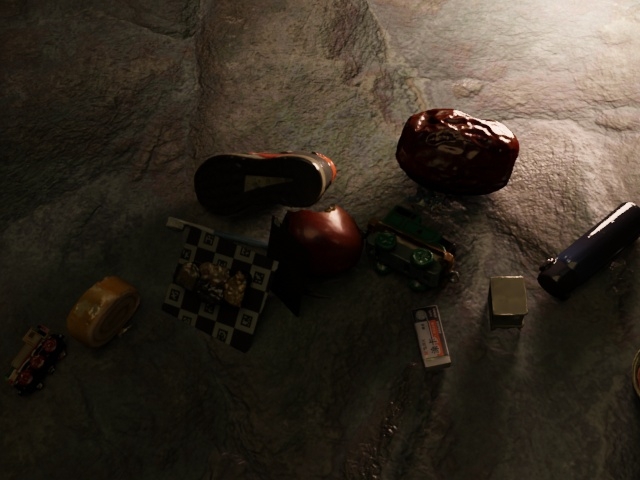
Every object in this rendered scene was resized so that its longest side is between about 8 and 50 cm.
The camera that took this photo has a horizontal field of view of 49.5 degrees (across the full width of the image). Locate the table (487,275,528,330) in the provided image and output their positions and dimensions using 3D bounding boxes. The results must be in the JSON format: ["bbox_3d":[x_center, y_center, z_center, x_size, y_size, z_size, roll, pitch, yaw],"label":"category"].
[{"bbox_3d":[0.348,0.120,1.296,0.062,0.083,0.079,-1,60,8],"label":"table"}]

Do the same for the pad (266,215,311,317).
[{"bbox_3d":[-0.068,0.053,1.338,0.004,0.193,0.116,-26,55,-33],"label":"pad"}]

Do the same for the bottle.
[{"bbox_3d":[0.523,0.018,1.339,0.244,0.072,0.082,-37,83,-14],"label":"bottle"}]

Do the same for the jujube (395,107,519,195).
[{"bbox_3d":[0.279,-0.181,1.441,0.243,0.183,0.183,17,63,8],"label":"jujube"}]

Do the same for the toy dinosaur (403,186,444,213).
[{"bbox_3d":[0.219,-0.083,1.468,0.083,0.030,0.047,20,62,19],"label":"toy dinosaur"}]

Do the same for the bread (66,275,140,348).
[{"bbox_3d":[-0.425,0.141,1.371,0.073,0.122,0.149,29,68,19],"label":"bread"}]

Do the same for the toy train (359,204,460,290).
[{"bbox_3d":[0.182,0.012,1.384,0.227,0.091,0.136,25,55,21],"label":"toy train"}]

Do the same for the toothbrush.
[{"bbox_3d":[-0.209,-0.009,1.490,0.275,0.019,0.025,14,67,16],"label":"toothbrush"}]

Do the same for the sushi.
[{"bbox_3d":[-0.212,0.093,1.361,0.215,0.050,0.192,22,93,21],"label":"sushi"}]

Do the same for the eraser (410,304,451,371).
[{"bbox_3d":[0.207,0.183,1.310,0.052,0.029,0.122,-11,59,2],"label":"eraser"}]

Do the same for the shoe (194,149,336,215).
[{"bbox_3d":[-0.110,-0.140,1.496,0.336,0.132,0.171,-1,17,31],"label":"shoe"}]

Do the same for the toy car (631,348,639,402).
[{"bbox_3d":[0.645,0.240,1.171,0.235,0.145,0.235,-13,59,23],"label":"toy car"}]

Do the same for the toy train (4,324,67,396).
[{"bbox_3d":[-0.568,0.237,1.376,0.087,0.050,0.138,20,65,24],"label":"toy train"}]

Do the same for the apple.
[{"bbox_3d":[0.004,0.005,1.372,0.158,0.156,0.147,6,47,-15],"label":"apple"}]

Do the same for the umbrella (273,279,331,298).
[{"bbox_3d":[-0.038,0.103,1.402,0.122,0.022,0.013,17,37,6],"label":"umbrella"}]
